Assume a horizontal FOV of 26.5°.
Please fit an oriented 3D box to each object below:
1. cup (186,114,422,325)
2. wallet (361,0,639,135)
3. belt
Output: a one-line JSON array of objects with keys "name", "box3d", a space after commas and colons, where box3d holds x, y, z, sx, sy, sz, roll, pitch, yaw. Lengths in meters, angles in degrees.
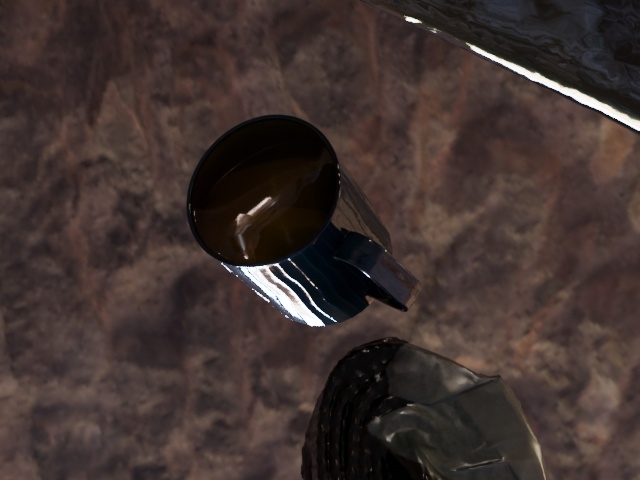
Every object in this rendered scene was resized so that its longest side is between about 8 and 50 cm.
[{"name": "cup", "box3d": [-0.010, 0.004, 0.976, 0.113, 0.150, 0.138, -32, -30, 6]}, {"name": "wallet", "box3d": [0.058, -0.140, 0.422, 0.378, 0.051, 0.197, 27, -41, 9]}, {"name": "belt", "box3d": [0.084, 0.214, 1.030, 0.184, 0.289, 0.164, -15, -10, -8]}]
